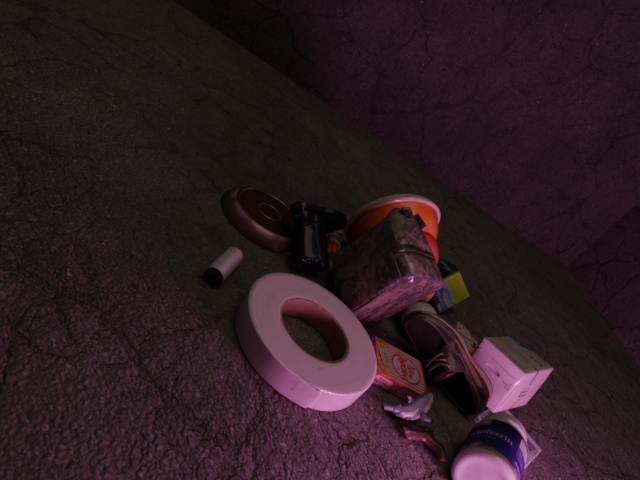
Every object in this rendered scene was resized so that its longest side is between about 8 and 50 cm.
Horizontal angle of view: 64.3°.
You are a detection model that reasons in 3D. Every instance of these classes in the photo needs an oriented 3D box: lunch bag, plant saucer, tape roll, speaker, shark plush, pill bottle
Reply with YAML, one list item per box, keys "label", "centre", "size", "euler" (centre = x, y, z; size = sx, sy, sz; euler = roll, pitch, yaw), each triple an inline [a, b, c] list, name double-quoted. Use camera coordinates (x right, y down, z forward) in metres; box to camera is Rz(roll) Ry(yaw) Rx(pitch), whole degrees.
- label: "lunch bag"
  centre: [0.188, 0.073, 1.528]
  size: [0.212, 0.305, 0.256]
  euler: [11, 52, -44]
- label: "plant saucer"
  centre: [-0.175, -0.079, 1.654]
  size: [0.310, 0.050, 0.311]
  euler: [30, 28, -18]
- label: "tape roll"
  centre: [-0.030, 0.243, 1.280]
  size: [0.391, 0.072, 0.392]
  euler: [30, 27, -17]
- label: "speaker"
  centre: [-0.248, 0.065, 1.309]
  size: [0.055, 0.055, 0.136]
  euler: [37, 25, -2]
- label: "shark plush"
  centre: [0.221, 0.424, 1.317]
  size: [0.161, 0.067, 0.073]
  euler: [9, 3, -18]
- label: "pill bottle"
  centre: [0.440, 0.548, 1.294]
  size: [0.153, 0.153, 0.264]
  euler: [47, 26, 17]

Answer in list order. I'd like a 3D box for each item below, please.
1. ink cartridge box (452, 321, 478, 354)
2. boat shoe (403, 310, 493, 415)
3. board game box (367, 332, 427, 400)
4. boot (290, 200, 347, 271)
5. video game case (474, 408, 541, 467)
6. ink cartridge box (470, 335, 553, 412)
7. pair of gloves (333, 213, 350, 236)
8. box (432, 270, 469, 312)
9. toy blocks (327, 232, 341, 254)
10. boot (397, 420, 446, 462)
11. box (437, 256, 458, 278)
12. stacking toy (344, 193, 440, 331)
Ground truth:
- label: "ink cartridge box"
  centre: [0.498, 0.360, 1.789]
  size: [0.099, 0.056, 0.135]
  euler: [41, 25, 3]
- label: "boat shoe"
  centre: [0.378, 0.363, 1.515]
  size: [0.355, 0.132, 0.130]
  euler: [48, 32, 3]
- label: "board game box"
  centre: [0.205, 0.361, 1.421]
  size: [0.193, 0.045, 0.147]
  euler: [31, 27, -16]
- label: "boot"
  centre: [0.000, 0.000, 1.628]
  size: [0.246, 0.094, 0.208]
  euler: [15, 64, -47]
- label: "video game case"
  centre: [0.571, 0.590, 1.544]
  size: [0.201, 0.023, 0.183]
  euler: [1, 44, -51]
- label: "ink cartridge box"
  centre: [0.598, 0.428, 1.653]
  size: [0.232, 0.168, 0.171]
  euler: [10, 26, -45]
- label: "pair of gloves"
  centre: [0.085, -0.058, 1.985]
  size: [0.198, 0.023, 0.159]
  euler: [16, 35, -37]
- label: "box"
  centre: [0.485, 0.199, 1.952]
  size: [0.178, 0.042, 0.109]
  euler: [-21, 87, -33]
- label: "toy blocks"
  centre: [0.010, 0.009, 1.739]
  size: [0.123, 0.054, 0.148]
  euler: [35, 26, -8]
- label: "boot"
  centre: [0.248, 0.497, 1.261]
  size: [0.114, 0.037, 0.106]
  euler: [26, 15, -30]
- label: "box"
  centre: [0.494, 0.150, 2.092]
  size: [0.158, 0.093, 0.156]
  euler: [27, 28, -20]
- label: "stacking toy"
  centre: [0.286, 0.115, 1.744]
  size: [0.350, 0.350, 0.481]
  euler: [17, 52, -38]
